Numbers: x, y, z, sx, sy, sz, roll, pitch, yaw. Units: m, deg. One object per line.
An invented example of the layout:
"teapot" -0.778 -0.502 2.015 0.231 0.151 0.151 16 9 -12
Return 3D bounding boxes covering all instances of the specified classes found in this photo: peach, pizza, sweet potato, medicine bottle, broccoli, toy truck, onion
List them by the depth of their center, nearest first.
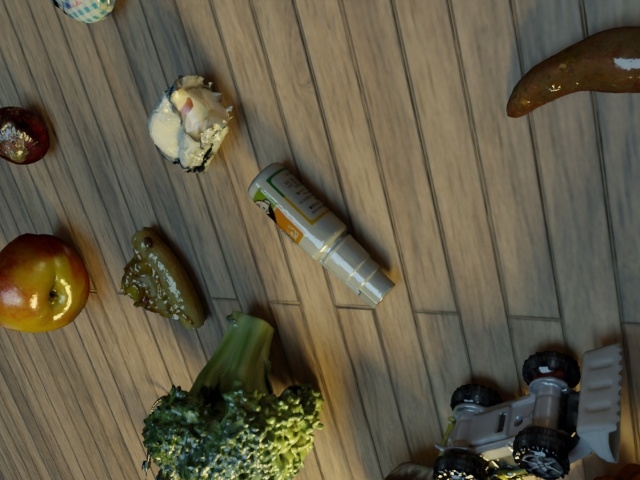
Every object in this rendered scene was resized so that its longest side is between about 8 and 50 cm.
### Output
"sweet potato" 0.270 -0.148 0.575 0.255 0.058 0.078 3 136 40
"toy truck" 0.236 0.216 0.754 0.111 0.136 0.286 38 137 -14
"medicine bottle" 0.000 0.000 0.865 0.221 0.061 0.092 44 157 10
"broccoli" -0.120 0.258 0.974 0.288 0.260 0.235 0 128 40
"pizza" -0.278 0.067 1.106 0.161 0.062 0.182 -7 111 41
"onion" -0.510 -0.179 1.130 0.107 0.097 0.107 7 138 6
"peach" -0.521 0.076 1.215 0.192 0.190 0.190 14 121 36

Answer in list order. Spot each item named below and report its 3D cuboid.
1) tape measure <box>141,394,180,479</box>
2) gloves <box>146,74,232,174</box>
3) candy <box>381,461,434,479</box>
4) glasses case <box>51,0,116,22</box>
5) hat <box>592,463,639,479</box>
"tape measure" -0.276 0.392 1.252 0.107 0.104 0.179 3 116 40
"gloves" -0.176 -0.150 0.903 0.114 0.070 0.153 48 140 -5
"candy" 0.163 0.432 0.908 0.214 0.157 0.289 9 127 50
"glasses case" -0.304 -0.438 0.836 0.125 0.076 0.327 30 128 19
"hat" 0.298 0.308 0.534 0.285 0.285 0.400 28 165 23
